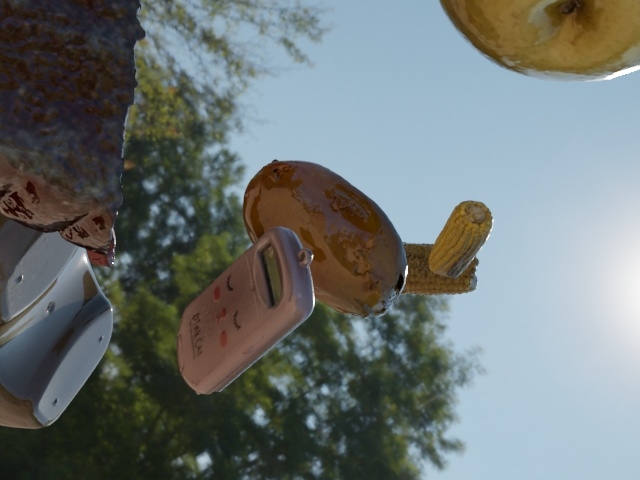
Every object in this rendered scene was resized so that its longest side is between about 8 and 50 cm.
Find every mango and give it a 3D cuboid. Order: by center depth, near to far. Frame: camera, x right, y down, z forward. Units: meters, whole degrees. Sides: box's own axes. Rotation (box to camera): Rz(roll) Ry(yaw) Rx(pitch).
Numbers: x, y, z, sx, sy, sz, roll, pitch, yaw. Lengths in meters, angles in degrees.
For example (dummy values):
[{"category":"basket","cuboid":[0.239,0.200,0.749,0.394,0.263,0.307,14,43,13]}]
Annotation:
[{"category":"mango","cuboid":[0.000,0.000,1.105,0.249,0.151,0.156,42,-47,11]}]

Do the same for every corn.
[{"category":"corn","cuboid":[0.229,0.003,1.427,0.072,0.072,0.203,56,-24,19]},{"category":"corn","cuboid":[0.151,0.052,1.681,0.318,0.115,0.115,0,-54,17]}]

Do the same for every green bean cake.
[{"category":"green bean cake","cuboid":[-0.167,-0.133,0.486,0.199,0.232,0.097,25,-22,-26]}]

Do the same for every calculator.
[{"category":"calculator","cuboid":[-0.066,0.062,0.756,0.175,0.032,0.100,-42,-137,27]}]

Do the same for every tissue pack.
[{"category":"tissue pack","cuboid":[-0.458,0.057,1.160,0.277,0.267,0.387,15,-43,11]}]

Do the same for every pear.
[{"category":"pear","cuboid":[0.294,-0.347,0.958,0.348,0.348,0.348,49,-26,33]}]

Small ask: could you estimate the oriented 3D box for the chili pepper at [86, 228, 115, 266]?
[{"category":"chili pepper","cuboid":[-0.477,-0.089,1.529,0.110,0.110,0.387,36,-15,50]}]
